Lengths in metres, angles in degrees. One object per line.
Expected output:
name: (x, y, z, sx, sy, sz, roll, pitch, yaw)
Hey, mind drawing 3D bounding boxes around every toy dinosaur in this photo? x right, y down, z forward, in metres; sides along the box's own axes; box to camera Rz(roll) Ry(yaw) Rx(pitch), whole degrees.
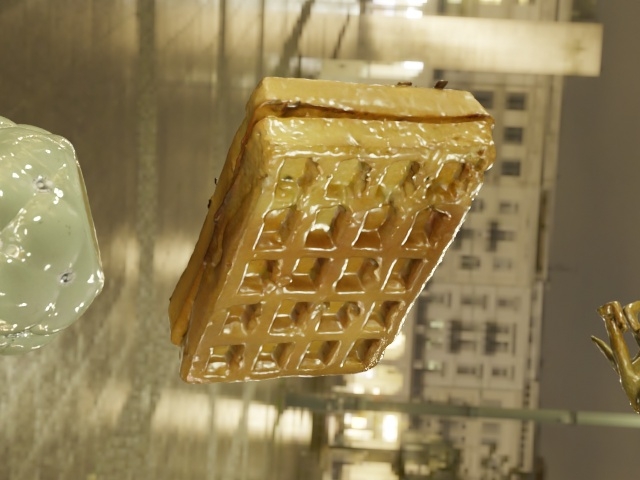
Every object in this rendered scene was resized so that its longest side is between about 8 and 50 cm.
toy dinosaur: (0.217, 0.104, 0.822, 0.162, 0.039, 0.126, 73, -3, -73)

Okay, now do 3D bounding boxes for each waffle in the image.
waffle: (0.000, 0.000, 1.103, 0.328, 0.224, 0.098, 117, -36, -45)

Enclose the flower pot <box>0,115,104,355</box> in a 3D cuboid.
flower pot: (-0.327, -0.005, 1.248, 0.246, 0.195, 0.246, 166, -90, -82)
